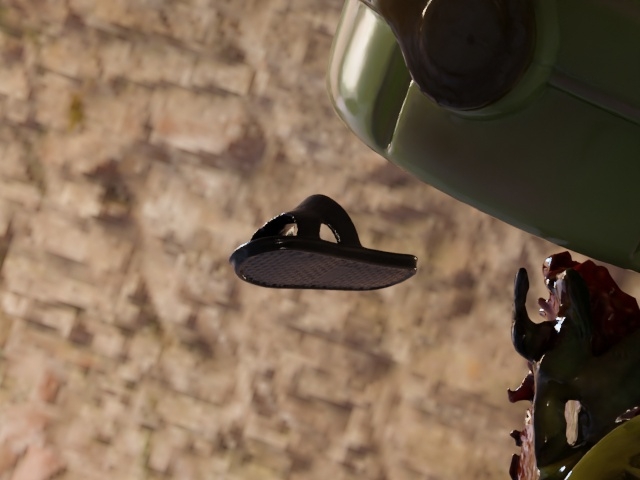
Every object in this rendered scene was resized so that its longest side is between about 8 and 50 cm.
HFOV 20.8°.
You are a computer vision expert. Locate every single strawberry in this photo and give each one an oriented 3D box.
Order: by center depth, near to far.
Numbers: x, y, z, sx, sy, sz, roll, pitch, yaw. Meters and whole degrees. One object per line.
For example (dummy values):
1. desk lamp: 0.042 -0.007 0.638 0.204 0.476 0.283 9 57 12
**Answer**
1. strawberry: 0.130 0.093 0.813 0.087 0.167 0.208 -2 -9 3

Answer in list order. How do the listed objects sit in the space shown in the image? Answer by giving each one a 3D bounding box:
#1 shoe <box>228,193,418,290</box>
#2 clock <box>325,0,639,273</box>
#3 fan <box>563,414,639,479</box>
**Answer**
1. shoe: 0.000 0.000 1.116 0.062 0.053 0.159 -25 -24 38
2. clock: 0.137 -0.074 0.833 0.348 0.117 0.286 23 17 4
3. fan: 0.060 0.109 0.365 0.039 0.155 0.082 21 -20 46
